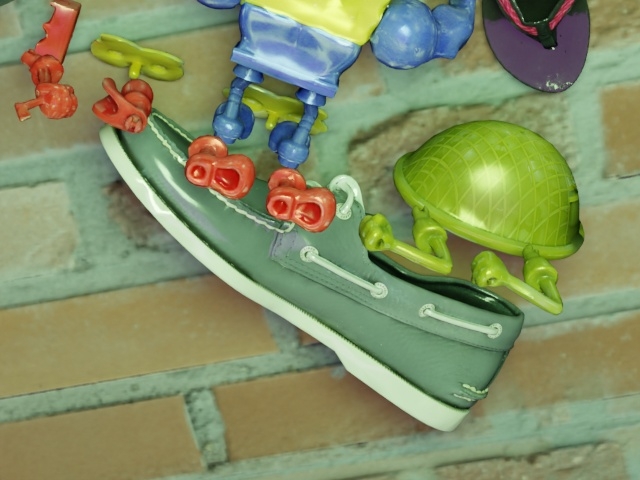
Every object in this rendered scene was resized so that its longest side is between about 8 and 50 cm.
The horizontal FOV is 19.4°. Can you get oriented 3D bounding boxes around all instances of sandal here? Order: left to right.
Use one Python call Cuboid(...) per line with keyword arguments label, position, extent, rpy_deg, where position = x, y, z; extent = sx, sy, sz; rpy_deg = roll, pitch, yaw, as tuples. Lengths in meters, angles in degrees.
Cuboid(label="sandal", position=(0.132, -0.171, 1.155), extent=(0.067, 0.040, 0.179), rpy_deg=(-4, 118, 5))

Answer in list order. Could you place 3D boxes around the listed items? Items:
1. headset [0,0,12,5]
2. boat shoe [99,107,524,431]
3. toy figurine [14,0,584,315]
Cuboid(label="headset", position=(-0.256, -0.205, 1.053), extent=(0.394, 0.185, 0.243), rpy_deg=(-35, 129, 4))
Cuboid(label="boat shoe", position=(0.000, 0.000, 1.221), extent=(0.319, 0.116, 0.099), rpy_deg=(38, 103, -20))
Cuboid(label="toy figurine", position=(0.022, -0.133, 1.102), extent=(0.363, 0.191, 0.217), rpy_deg=(20, 108, -1))
